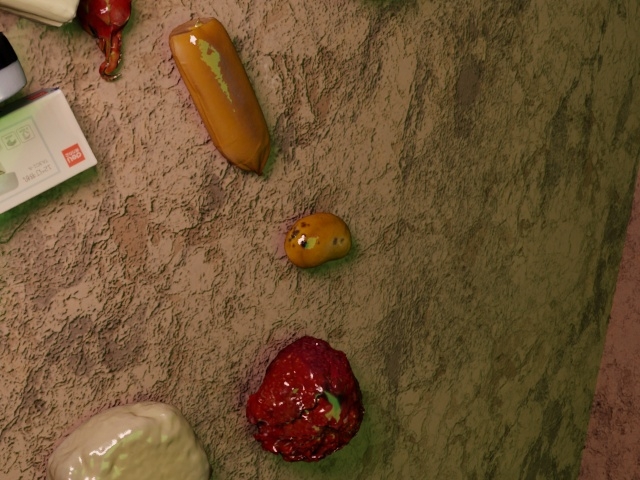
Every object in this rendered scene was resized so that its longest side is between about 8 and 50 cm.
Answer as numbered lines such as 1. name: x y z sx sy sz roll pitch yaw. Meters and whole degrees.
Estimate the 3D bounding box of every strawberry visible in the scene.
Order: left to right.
1. strawberry: -0.013 0.340 1.479 0.274 0.220 0.274 -6 100 -38

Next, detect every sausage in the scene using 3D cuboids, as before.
1. sausage: -0.167 -0.242 1.292 0.112 0.112 0.328 -40 125 -26

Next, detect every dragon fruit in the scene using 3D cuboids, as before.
1. dragon fruit: -0.344 -0.352 1.140 0.094 0.094 0.190 -31 140 -31

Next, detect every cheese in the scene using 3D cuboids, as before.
1. cheese: -0.342 0.457 1.301 0.318 0.115 0.326 -49 128 -20

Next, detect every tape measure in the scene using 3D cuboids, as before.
1. tape measure: -0.499 -0.214 0.966 0.182 0.181 0.107 -36 124 -30

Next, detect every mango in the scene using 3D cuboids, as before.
1. mango: -0.001 -0.003 1.494 0.178 0.090 0.115 -13 118 -41

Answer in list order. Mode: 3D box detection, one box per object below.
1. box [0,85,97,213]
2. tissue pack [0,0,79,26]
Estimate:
1. box: -0.485 -0.120 1.066 0.269 0.079 0.135 -35 121 -29
2. tissue pack: -0.480 -0.465 0.885 0.380 0.207 0.297 11 100 -44
